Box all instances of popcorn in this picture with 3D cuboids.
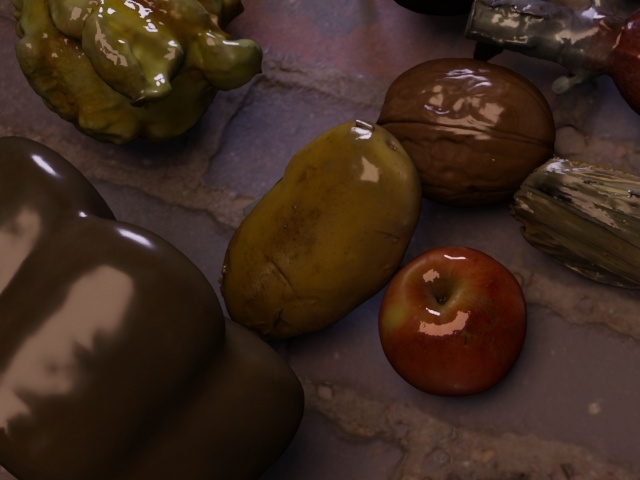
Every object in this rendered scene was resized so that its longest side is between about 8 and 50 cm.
[{"bbox_3d":[-0.238,-0.250,1.728,0.274,0.279,0.335,3,63,-25],"label":"popcorn"}]

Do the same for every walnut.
[{"bbox_3d":[0.162,-0.120,1.619,0.207,0.167,0.167,8,73,18],"label":"walnut"}]

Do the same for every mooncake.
[{"bbox_3d":[-0.243,0.119,1.507,0.467,0.467,0.262,35,79,25],"label":"mooncake"}]

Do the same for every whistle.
[{"bbox_3d":[0.334,-0.211,1.588,0.346,0.142,0.134,14,31,1],"label":"whistle"}]

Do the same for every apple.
[{"bbox_3d":[0.143,0.091,1.561,0.163,0.139,0.163,-11,52,14],"label":"apple"}]

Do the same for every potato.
[{"bbox_3d":[0.000,0.000,1.599,0.173,0.140,0.300,48,121,9],"label":"potato"}]

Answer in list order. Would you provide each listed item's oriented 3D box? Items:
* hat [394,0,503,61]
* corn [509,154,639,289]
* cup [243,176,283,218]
[{"bbox_3d":[0.162,-0.375,1.736,0.238,0.209,0.336,20,58,3],"label":"hat"},{"bbox_3d":[0.355,-0.002,1.524,0.305,0.123,0.122,19,90,21],"label":"corn"},{"bbox_3d":[-0.049,-0.046,1.715,0.083,0.054,0.075,-30,65,7],"label":"cup"}]
